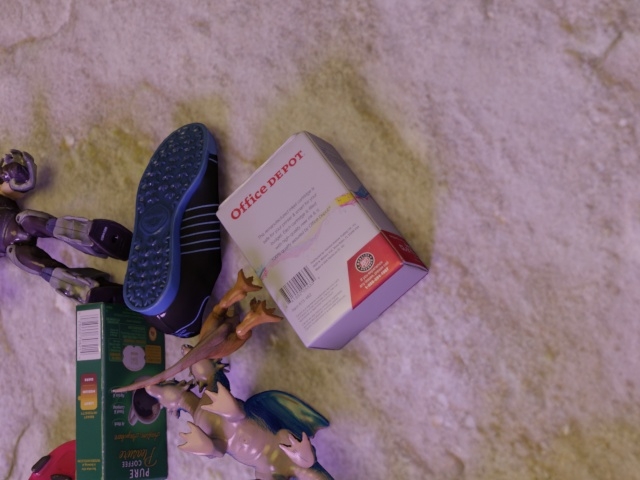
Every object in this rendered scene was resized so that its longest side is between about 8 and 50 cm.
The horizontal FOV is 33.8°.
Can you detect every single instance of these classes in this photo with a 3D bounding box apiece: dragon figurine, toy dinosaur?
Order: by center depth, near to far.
[{"bbox_3d":[-0.097,0.093,1.000,0.064,0.211,0.112,44,109,4],"label":"toy dinosaur"},{"bbox_3d":[-0.049,0.194,1.018,0.289,0.144,0.085,30,94,8],"label":"dragon figurine"}]

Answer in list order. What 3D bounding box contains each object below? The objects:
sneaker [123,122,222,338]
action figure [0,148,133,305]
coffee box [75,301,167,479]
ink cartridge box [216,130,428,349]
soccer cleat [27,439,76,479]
[{"bbox_3d":[-0.143,-0.010,1.108,0.081,0.090,0.232,-5,59,27],"label":"sneaker"},{"bbox_3d":[-0.335,-0.005,1.190,0.285,0.099,0.185,15,94,31],"label":"action figure"},{"bbox_3d":[-0.206,0.159,1.089,0.040,0.113,0.184,-7,80,24],"label":"coffee box"},{"bbox_3d":[0.000,0.000,1.031,0.127,0.072,0.175,-42,66,15],"label":"ink cartridge box"},{"bbox_3d":[-0.274,0.378,1.097,0.116,0.143,0.331,-3,57,21],"label":"soccer cleat"}]
